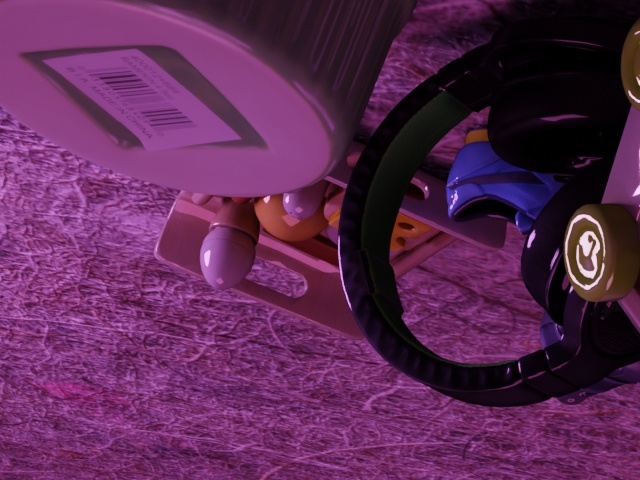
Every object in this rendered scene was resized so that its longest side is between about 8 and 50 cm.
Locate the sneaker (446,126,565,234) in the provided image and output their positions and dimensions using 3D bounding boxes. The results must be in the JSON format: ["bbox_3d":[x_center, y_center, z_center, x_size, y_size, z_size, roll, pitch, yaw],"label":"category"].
[{"bbox_3d":[0.198,-0.030,1.460,0.209,0.082,0.069,8,154,18],"label":"sneaker"}]

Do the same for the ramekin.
[{"bbox_3d":[-0.095,-0.152,1.290,0.303,0.148,0.303,15,158,6],"label":"ramekin"}]

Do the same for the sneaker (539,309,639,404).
[{"bbox_3d":[0.297,0.108,1.682,0.226,0.086,0.163,32,144,-10],"label":"sneaker"}]

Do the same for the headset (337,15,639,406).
[{"bbox_3d":[0.203,-0.034,1.280,0.394,0.243,0.185,-26,149,24],"label":"headset"}]

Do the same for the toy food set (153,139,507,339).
[{"bbox_3d":[0.000,0.000,1.653,0.220,0.092,0.306,23,157,-14],"label":"toy food set"}]

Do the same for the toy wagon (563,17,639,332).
[{"bbox_3d":[0.287,-0.083,1.103,0.267,0.344,0.068,-1,-150,-25],"label":"toy wagon"}]
